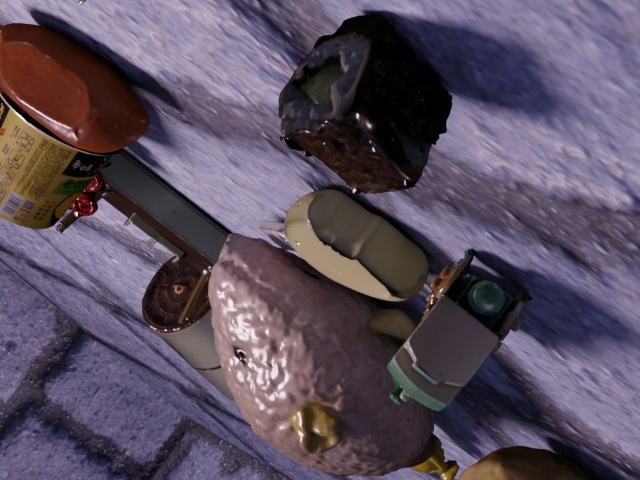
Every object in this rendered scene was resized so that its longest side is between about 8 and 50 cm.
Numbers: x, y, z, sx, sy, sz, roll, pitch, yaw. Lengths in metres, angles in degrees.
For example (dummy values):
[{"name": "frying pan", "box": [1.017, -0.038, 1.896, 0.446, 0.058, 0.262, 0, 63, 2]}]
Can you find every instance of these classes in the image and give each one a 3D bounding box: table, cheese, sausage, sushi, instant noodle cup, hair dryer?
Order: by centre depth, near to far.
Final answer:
[{"name": "sushi", "box": [0.032, -0.081, 0.905, 0.098, 0.094, 0.084, -2, 146, 44]}, {"name": "cheese", "box": [0.000, 0.000, 1.357, 0.127, 0.050, 0.255, 41, 166, -22]}, {"name": "sausage", "box": [-0.245, -0.147, 1.395, 0.179, 0.089, 0.089, 33, 167, 22]}, {"name": "instant noodle cup", "box": [-0.294, -0.093, 1.502, 0.151, 0.122, 0.151, 32, -160, -13]}, {"name": "table", "box": [-0.202, -0.001, 1.739, 0.240, 0.111, 0.121, 38, 168, -7]}, {"name": "hair dryer", "box": [-0.044, 0.136, 1.846, 0.362, 0.128, 0.203, 14, 155, 40]}]

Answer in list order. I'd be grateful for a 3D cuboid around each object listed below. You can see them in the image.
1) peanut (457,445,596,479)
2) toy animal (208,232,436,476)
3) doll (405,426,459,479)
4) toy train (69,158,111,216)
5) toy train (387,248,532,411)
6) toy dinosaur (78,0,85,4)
[{"name": "peanut", "box": [0.310, 0.367, 1.591, 0.387, 0.169, 0.192, 37, 161, -3]}, {"name": "toy animal", "box": [0.014, 0.149, 1.545, 0.226, 0.188, 0.358, 30, 167, 43]}, {"name": "doll", "box": [0.099, 0.246, 1.889, 0.145, 0.096, 0.188, 34, 178, 33]}, {"name": "toy train", "box": [-0.277, -0.086, 1.620, 0.087, 0.050, 0.138, 16, 127, -3]}, {"name": "toy train", "box": [0.106, 0.084, 1.223, 0.081, 0.125, 0.194, 39, 167, 5]}, {"name": "toy dinosaur", "box": [-0.229, -0.218, 1.255, 0.062, 0.021, 0.083, 25, 167, -9]}]
